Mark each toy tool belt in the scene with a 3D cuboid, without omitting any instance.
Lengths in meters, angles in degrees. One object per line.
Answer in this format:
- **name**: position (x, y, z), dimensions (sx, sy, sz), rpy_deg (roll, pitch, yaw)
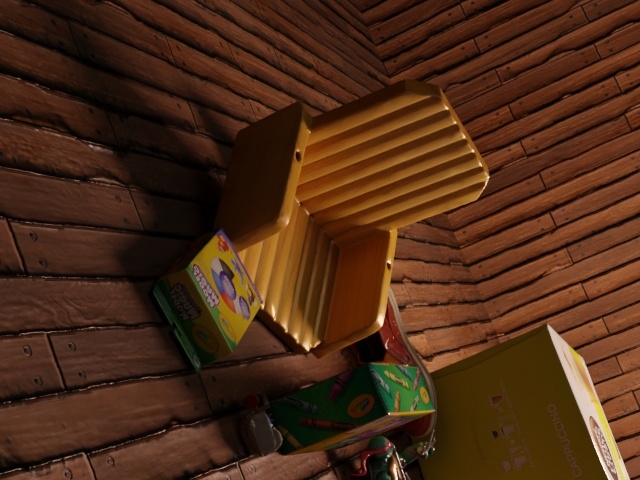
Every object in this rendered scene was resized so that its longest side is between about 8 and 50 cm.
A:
- **toy tool belt**: position (-0.084, 0.241, 1.474), dimensions (0.051, 0.052, 0.083), rpy_deg (155, -85, -74)

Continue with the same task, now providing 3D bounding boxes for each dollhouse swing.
- **dollhouse swing**: position (0.069, -0.024, 1.720), dimensions (0.347, 0.305, 0.315), rpy_deg (50, 42, -47)

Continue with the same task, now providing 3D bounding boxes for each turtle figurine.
- **turtle figurine**: position (0.126, 0.388, 1.810), dimensions (0.175, 0.118, 0.234), rpy_deg (-53, 136, -53)

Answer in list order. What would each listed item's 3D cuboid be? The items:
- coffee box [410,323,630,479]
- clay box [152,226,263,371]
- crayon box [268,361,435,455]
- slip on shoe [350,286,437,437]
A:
- **coffee box**: position (0.397, 0.414, 2.254), dimensions (0.334, 0.338, 0.338), rpy_deg (37, 31, -60)
- **clay box**: position (-0.146, 0.075, 1.489), dimensions (0.127, 0.053, 0.222), rpy_deg (62, 15, -11)
- **crayon box**: position (0.053, 0.250, 1.678), dimensions (0.081, 0.165, 0.278), rpy_deg (70, 15, 14)
- **slip on shoe**: position (0.118, 0.223, 2.083), dimensions (0.101, 0.123, 0.331), rpy_deg (-33, 106, -42)
